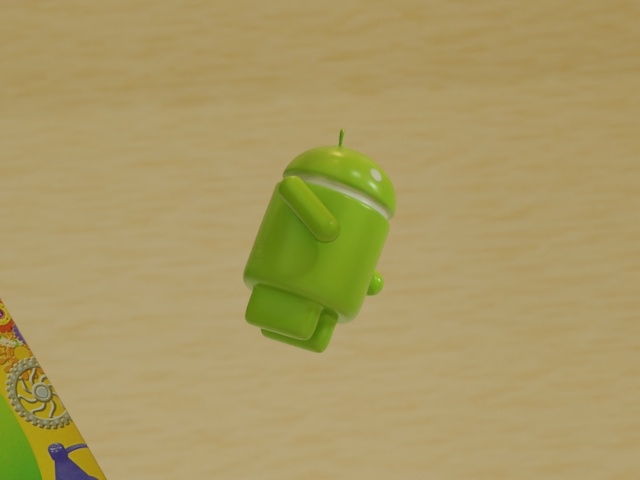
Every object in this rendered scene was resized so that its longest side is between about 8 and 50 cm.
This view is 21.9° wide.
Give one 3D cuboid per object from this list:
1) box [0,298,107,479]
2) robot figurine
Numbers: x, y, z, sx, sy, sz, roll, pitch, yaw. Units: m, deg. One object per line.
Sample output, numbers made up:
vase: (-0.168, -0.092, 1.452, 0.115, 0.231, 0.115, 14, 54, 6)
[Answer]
box: (-0.251, 0.174, 0.737, 0.279, 0.290, 0.177, 57, -46, 11)
robot figurine: (0.000, 0.000, 0.894, 0.115, 0.067, 0.101, -69, 154, -14)
